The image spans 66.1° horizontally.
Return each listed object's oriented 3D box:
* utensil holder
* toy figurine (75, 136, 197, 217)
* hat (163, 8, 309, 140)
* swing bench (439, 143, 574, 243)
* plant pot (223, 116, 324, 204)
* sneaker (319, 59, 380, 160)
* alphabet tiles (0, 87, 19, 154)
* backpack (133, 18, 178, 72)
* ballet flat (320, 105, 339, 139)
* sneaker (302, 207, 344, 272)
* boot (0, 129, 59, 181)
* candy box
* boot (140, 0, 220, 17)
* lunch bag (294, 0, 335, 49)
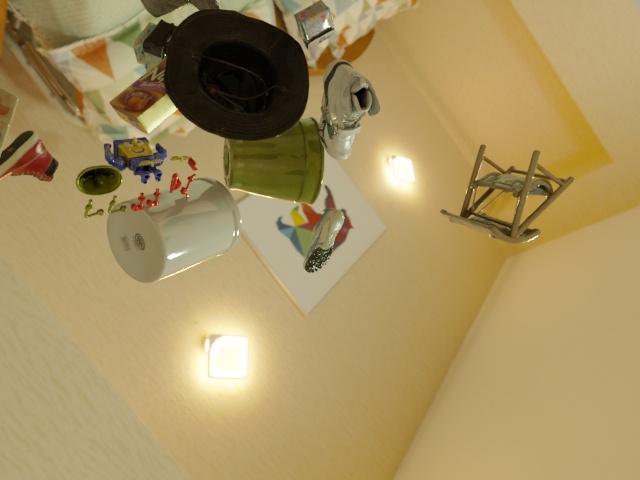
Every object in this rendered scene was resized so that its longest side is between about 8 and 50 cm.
[{"bbox_3d":[-0.543,-0.045,1.859,0.328,0.327,0.386,-32,179,35],"label":"utensil holder"},{"bbox_3d":[-0.599,-0.230,1.536,0.363,0.217,0.191,-18,145,-35],"label":"toy figurine"},{"bbox_3d":[-0.181,-0.329,1.067,0.331,0.331,0.134,-40,174,-27],"label":"hat"},{"bbox_3d":[0.525,-0.122,1.419,0.254,0.165,0.253,-61,-156,5],"label":"swing bench"},{"bbox_3d":[-0.209,-0.327,2.010,0.354,0.365,0.366,-1,174,-19],"label":"plant pot"},{"bbox_3d":[0.096,-0.427,1.723,0.138,0.365,0.210,-15,-144,-21],"label":"sneaker"},{"bbox_3d":[-0.735,-0.242,0.912,0.342,0.285,0.011,-55,-163,23],"label":"alphabet tiles"},{"bbox_3d":[-0.566,-0.660,1.741,0.188,0.145,0.165,99,8,-62],"label":"backpack"},{"bbox_3d":[0.032,-0.353,1.457,0.041,0.114,0.041,-12,-137,11],"label":"ballet flat"},{"bbox_3d":[0.000,0.000,1.611,0.086,0.085,0.237,10,-115,39],"label":"sneaker"},{"bbox_3d":[-0.997,-0.225,1.647,0.089,0.176,0.244,15,-125,26],"label":"boot"},{"bbox_3d":[-0.346,-0.322,1.065,0.186,0.109,0.053,-48,148,-20],"label":"candy box"},{"bbox_3d":[-0.438,-0.736,1.538,0.209,0.189,0.076,-15,-139,21],"label":"boot"},{"bbox_3d":[-0.008,-0.462,1.067,0.071,0.053,0.083,-30,151,-4],"label":"lunch bag"}]
